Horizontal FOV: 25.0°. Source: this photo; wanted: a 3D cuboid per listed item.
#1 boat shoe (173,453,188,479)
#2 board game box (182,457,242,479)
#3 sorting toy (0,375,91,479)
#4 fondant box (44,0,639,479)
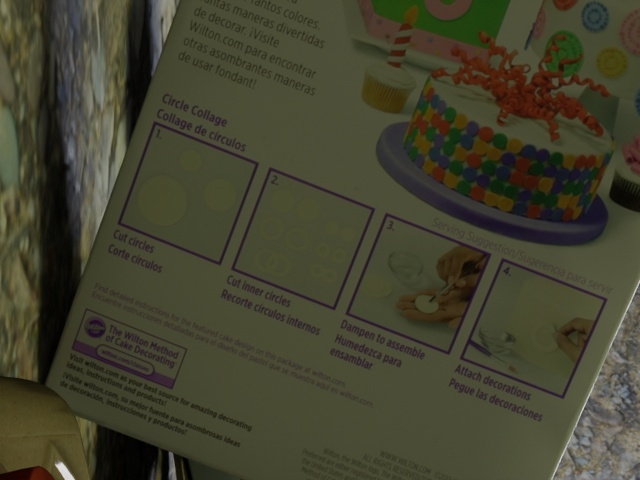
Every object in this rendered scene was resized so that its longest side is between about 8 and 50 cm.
[{"bbox_3d":[-0.096,0.201,1.057,0.056,0.048,0.153,-111,-152,-69],"label":"boat shoe"},{"bbox_3d":[-0.021,0.202,0.888,0.224,0.097,0.303,100,-23,-70],"label":"board game box"},{"bbox_3d":[-0.084,0.156,0.558,0.307,0.041,0.229,63,9,-82],"label":"sorting toy"},{"bbox_3d":[0.038,-0.039,0.685,0.096,0.238,0.330,-68,179,-77],"label":"fondant box"}]
